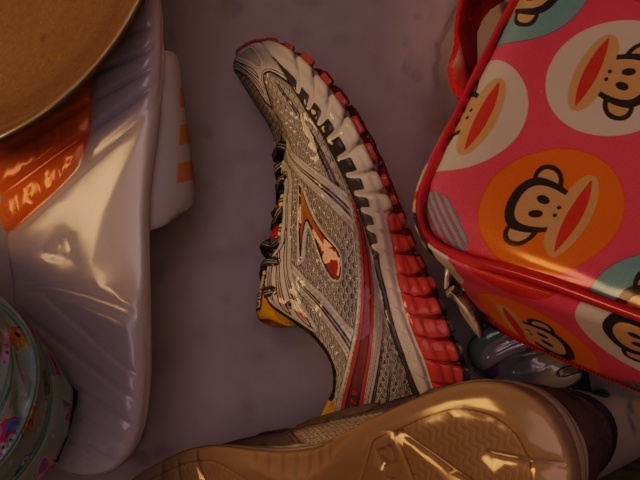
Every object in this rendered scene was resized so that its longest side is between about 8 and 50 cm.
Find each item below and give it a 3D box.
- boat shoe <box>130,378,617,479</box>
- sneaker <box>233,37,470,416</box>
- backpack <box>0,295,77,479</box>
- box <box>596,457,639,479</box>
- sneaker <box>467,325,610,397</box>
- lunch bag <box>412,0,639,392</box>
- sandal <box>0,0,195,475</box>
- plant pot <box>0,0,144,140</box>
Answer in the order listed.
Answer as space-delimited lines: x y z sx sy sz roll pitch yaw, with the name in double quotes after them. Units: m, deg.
0.012 0.130 0.633 0.285 0.092 0.103 -26 73 35 "boat shoe"
0.000 0.000 0.687 0.092 0.088 0.225 -22 81 2 "sneaker"
-0.211 0.067 0.631 0.182 0.115 0.152 23 77 19 "backpack"
0.198 0.206 0.630 0.243 0.117 0.214 -28 81 0 "box"
0.133 0.051 0.698 0.098 0.038 0.069 -41 83 7 "sneaker"
0.175 -0.075 0.628 0.258 0.120 0.293 20 72 33 "lunch bag"
-0.116 -0.012 0.705 0.102 0.076 0.265 -1 87 23 "sandal"
-0.179 -0.151 0.688 0.236 0.032 0.236 -6 74 20 "plant pot"
